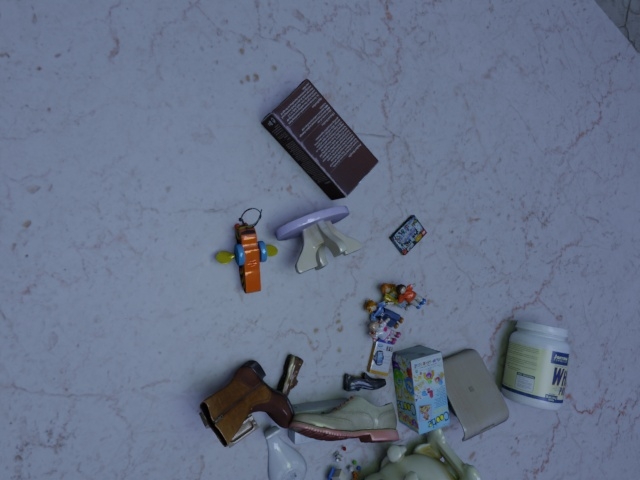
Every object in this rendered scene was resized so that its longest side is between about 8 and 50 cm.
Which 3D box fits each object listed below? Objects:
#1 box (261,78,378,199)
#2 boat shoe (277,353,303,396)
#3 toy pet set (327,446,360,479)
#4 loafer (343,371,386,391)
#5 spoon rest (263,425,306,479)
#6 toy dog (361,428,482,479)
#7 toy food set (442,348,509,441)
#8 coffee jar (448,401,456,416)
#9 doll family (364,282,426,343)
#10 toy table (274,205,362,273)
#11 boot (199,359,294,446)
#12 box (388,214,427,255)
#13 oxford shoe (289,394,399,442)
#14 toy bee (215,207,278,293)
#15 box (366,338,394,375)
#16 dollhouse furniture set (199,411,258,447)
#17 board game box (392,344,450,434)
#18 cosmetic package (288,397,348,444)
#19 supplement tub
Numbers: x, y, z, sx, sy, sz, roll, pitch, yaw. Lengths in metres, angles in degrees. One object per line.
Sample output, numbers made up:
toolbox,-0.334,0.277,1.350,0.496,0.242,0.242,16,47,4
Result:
box,0.000,-0.343,1.668,0.381,0.143,0.191,47,73,-14
boat shoe,-0.105,0.487,1.655,0.060,0.064,0.178,21,79,-19
toy pet set,0.074,0.836,1.742,0.122,0.065,0.114,58,36,-15
loafer,0.167,0.519,1.771,0.170,0.062,0.061,2,84,-24
spoon rest,-0.131,0.745,1.646,0.137,0.084,0.276,-25,112,-20
toy dog,0.304,0.907,1.740,0.407,0.284,0.395,-10,130,-24
toy food set,0.567,0.590,1.863,0.219,0.092,0.306,-13,63,-22
coffee jar,0.613,0.639,1.934,0.184,0.096,0.079,-31,104,-20
doll family,0.254,0.252,1.794,0.163,0.118,0.263,34,92,-28
toy table,0.000,0.000,1.626,0.274,0.252,0.161,-22,81,-13
boot,-0.215,0.538,1.489,0.096,0.280,0.264,-29,93,25
box,0.342,-0.021,1.864,0.137,0.027,0.094,-44,106,-17
oxford shoe,0.081,0.603,1.628,0.397,0.140,0.147,14,61,-24
toy bee,-0.231,0.013,1.579,0.195,0.162,0.298,14,109,-30
box,0.230,0.438,1.815,0.081,0.028,0.136,17,80,-21
dollhouse furniture set,-0.284,0.599,1.548,0.144,0.123,0.151,-30,101,-20
board game box,0.376,0.558,1.811,0.144,0.142,0.275,-8,92,-23
cosmetic package,0.004,0.635,1.689,0.231,0.085,0.117,0,90,-21
supplement tub,0.890,0.508,1.974,0.235,0.235,0.325,13,85,-22
